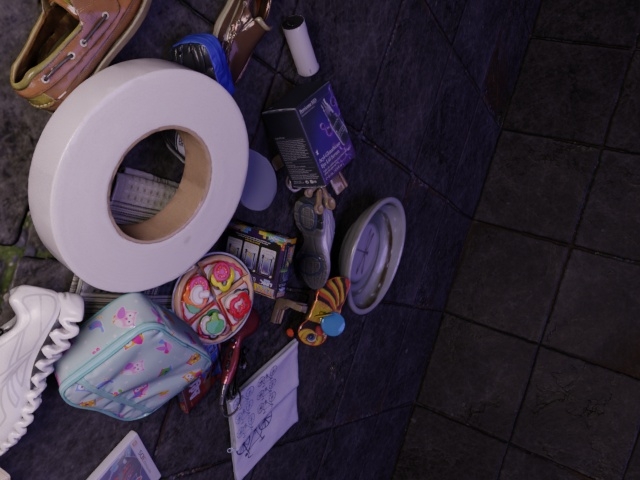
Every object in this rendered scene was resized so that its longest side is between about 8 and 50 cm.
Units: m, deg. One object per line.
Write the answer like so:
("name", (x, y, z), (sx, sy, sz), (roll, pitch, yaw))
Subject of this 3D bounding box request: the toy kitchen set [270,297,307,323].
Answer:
("toy kitchen set", (-0.080, 0.204, 1.680), (0.068, 0.083, 0.075), (18, 90, -61))

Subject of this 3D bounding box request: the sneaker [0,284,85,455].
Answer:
("sneaker", (-0.486, 0.202, 0.953), (0.118, 0.110, 0.292), (26, 90, -34))

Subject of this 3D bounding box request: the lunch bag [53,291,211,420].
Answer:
("lunch bag", (-0.344, 0.230, 1.118), (0.224, 0.108, 0.279), (-39, 149, -4))

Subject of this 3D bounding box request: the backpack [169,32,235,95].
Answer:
("backpack", (-0.221, -0.322, 1.121), (0.101, 0.097, 0.120), (-73, 152, -49))

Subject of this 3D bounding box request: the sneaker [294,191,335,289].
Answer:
("sneaker", (0.000, 0.000, 1.691), (0.129, 0.111, 0.297), (-39, 138, -53))

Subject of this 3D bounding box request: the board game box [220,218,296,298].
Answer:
("board game box", (-0.148, 0.039, 1.374), (0.048, 0.170, 0.141), (-9, 114, -61))

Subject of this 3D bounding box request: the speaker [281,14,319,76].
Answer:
("speaker", (-0.046, -0.450, 1.401), (0.055, 0.055, 0.136), (-58, 148, -25))

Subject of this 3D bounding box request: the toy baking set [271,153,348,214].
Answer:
("toy baking set", (-0.014, -0.182, 1.559), (0.256, 0.030, 0.197), (37, 56, -36))

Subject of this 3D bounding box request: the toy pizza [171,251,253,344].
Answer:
("toy pizza", (-0.220, 0.125, 1.280), (0.201, 0.032, 0.201), (-8, 102, -41))

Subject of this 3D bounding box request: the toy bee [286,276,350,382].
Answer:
("toy bee", (-0.011, 0.242, 1.756), (0.195, 0.162, 0.298), (116, -18, -63))

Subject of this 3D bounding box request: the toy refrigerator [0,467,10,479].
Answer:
("toy refrigerator", (-0.570, 0.493, 0.954), (0.102, 0.094, 0.270), (-7, 111, -59))

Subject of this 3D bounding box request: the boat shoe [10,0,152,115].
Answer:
("boat shoe", (-0.341, -0.329, 0.879), (0.104, 0.110, 0.307), (34, 75, -62))

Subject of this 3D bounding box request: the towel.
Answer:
("towel", (-0.339, 0.030, 1.168), (0.324, 0.056, 0.312), (13, 97, -64))

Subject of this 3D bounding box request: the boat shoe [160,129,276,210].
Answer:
("boat shoe", (-0.204, -0.154, 1.234), (0.306, 0.105, 0.113), (28, 85, -55))

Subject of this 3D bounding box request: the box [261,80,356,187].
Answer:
("box", (-0.024, -0.252, 1.442), (0.153, 0.108, 0.207), (-49, 128, -37))

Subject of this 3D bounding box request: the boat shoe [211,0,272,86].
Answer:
("boat shoe", (-0.146, -0.425, 1.190), (0.095, 0.095, 0.258), (1, 105, -61))

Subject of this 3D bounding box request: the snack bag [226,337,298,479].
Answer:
("snack bag", (-0.157, 0.503, 1.765), (0.323, 0.037, 0.343), (-37, 136, -48))

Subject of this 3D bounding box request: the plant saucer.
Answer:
("plant saucer", (0.153, 0.041, 1.989), (0.400, 0.100, 0.401), (-38, 137, -48))

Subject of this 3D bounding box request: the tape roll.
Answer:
("tape roll", (-0.280, -0.099, 1.001), (0.392, 0.072, 0.392), (-37, 142, -36))

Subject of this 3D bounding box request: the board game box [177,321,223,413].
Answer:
("board game box", (-0.283, 0.259, 1.370), (0.145, 0.027, 0.281), (-48, 151, -38))

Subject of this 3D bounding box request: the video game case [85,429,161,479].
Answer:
("video game case", (-0.439, 0.536, 1.290), (0.201, 0.023, 0.183), (-49, 144, -37))

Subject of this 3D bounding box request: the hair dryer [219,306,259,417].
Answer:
("hair dryer", (-0.194, 0.255, 1.444), (0.224, 0.080, 0.294), (-80, 166, -57))
